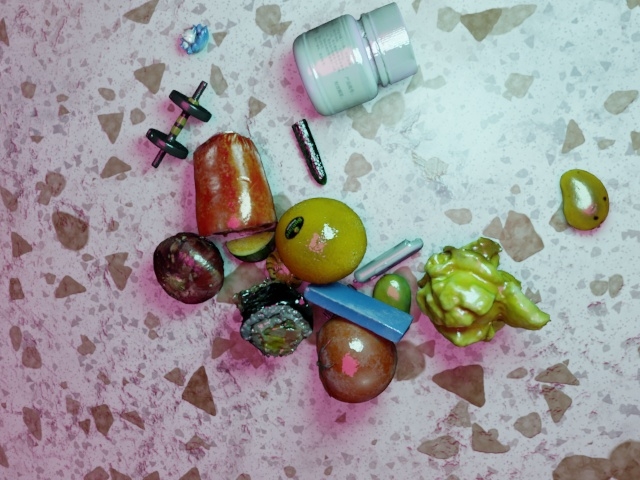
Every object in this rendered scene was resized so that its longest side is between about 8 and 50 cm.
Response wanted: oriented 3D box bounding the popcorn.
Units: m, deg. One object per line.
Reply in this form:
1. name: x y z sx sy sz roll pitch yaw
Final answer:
1. popcorn: 0.437 0.172 1.289 0.290 0.326 0.321 -37 47 18

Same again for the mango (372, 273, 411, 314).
1. mango: 0.221 0.198 1.416 0.122 0.085 0.191 3 95 10

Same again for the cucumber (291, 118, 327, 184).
1. cucumber: -0.028 -0.273 1.429 0.052 0.058 0.214 -24 94 -21

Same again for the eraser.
1. eraser: 0.112 0.198 1.343 0.312 0.144 0.042 23 109 18

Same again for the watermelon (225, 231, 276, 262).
1. watermelon: -0.221 0.034 1.515 0.182 0.075 0.092 -16 48 11

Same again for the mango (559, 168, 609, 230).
1. mango: 0.743 -0.116 1.277 0.115 0.090 0.177 -8 87 20

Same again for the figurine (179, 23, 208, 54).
1. figurine: -0.399 -0.649 1.451 0.114 0.079 0.114 -25 50 34

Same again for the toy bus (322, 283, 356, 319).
1. toy bus: 0.062 0.196 1.466 0.037 0.052 0.130 43 100 12

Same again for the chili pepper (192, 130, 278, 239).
1. chili pepper: -0.278 -0.158 1.432 0.251 0.229 0.305 -19 76 42

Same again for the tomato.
1. tomato: 0.108 0.350 1.369 0.265 0.265 0.264 1 96 11

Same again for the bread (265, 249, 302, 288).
1. bread: -0.116 0.095 1.482 0.130 0.071 0.139 0 96 7

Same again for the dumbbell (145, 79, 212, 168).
1. dumbbell: -0.455 -0.371 1.461 0.143 0.143 0.325 37 102 5

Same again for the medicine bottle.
1. medicine bottle: 0.099 -0.511 1.282 0.302 0.241 0.241 -18 92 13

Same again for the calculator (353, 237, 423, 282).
1. calculator: 0.202 0.063 1.379 0.246 0.141 0.045 -33 77 12

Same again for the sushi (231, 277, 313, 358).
1. sushi: -0.145 0.226 1.426 0.225 0.218 0.238 -18 112 -6

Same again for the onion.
1. onion: -0.427 0.088 1.484 0.247 0.190 0.246 7 119 12

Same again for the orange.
1. orange: 0.000 0.000 1.350 0.274 0.274 0.274 1 96 11
